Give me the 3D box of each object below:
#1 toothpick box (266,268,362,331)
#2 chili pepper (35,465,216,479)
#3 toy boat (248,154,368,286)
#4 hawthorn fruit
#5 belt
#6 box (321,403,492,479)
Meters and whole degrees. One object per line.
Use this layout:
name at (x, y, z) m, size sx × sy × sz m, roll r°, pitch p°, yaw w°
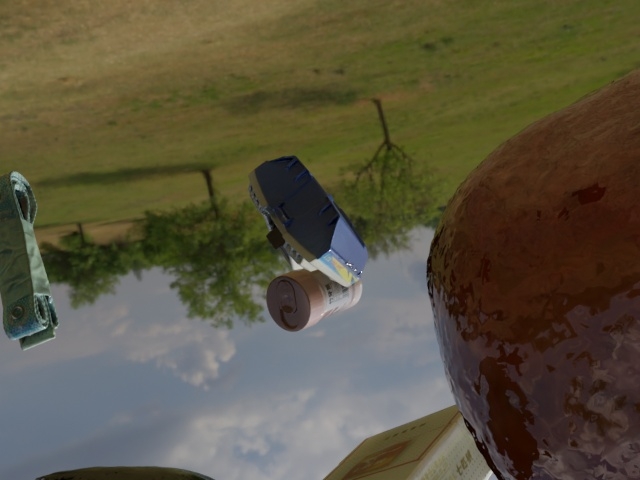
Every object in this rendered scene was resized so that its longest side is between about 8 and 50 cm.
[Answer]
toothpick box at (-0.009, 0.090, 1.244) m, size 0.098 × 0.098 × 0.149 m, roll -8°, pitch -174°, yaw 40°
chili pepper at (-0.087, 0.225, 0.420) m, size 0.261 × 0.173 × 0.165 m, roll -2°, pitch -179°, yaw 14°
toy boat at (0.000, 0.000, 0.877) m, size 0.088 × 0.129 × 0.295 m, roll -37°, pitch 162°, yaw 3°
hawthorn fruit at (0.212, 0.025, 0.402) m, size 0.311 × 0.295 × 0.295 m, roll -53°, pitch 162°, yaw 26°
belt at (-0.487, 0.028, 1.174) m, size 0.072 × 0.302 × 0.087 m, roll -20°, pitch 161°, yaw 1°
box at (0.086, 0.328, 0.924) m, size 0.210 × 0.095 × 0.330 m, roll -30°, pitch 173°, yaw 31°
